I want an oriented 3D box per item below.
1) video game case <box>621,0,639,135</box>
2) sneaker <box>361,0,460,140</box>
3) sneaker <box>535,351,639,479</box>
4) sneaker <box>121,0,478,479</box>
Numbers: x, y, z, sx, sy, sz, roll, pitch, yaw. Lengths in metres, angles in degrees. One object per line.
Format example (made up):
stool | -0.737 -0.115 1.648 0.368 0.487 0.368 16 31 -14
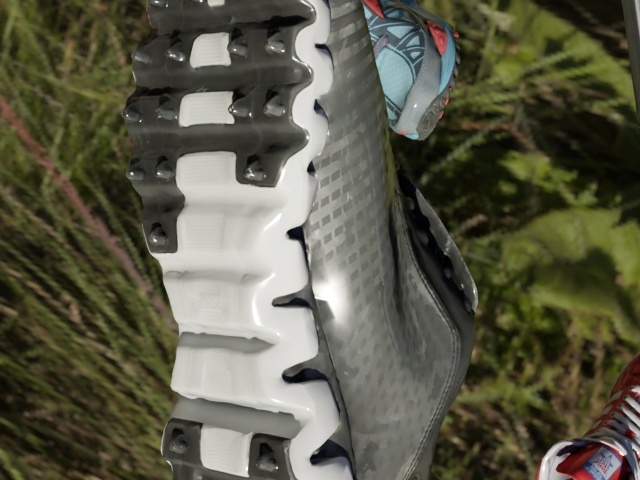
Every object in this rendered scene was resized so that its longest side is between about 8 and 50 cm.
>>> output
video game case | 0.168 -0.164 0.383 0.026 0.196 0.274 53 30 -87
sneaker | 0.026 -0.181 1.218 0.125 0.262 0.104 6 130 -28
sneaker | 0.132 0.086 0.617 0.118 0.042 0.067 -55 160 -8
sneaker | 0.000 0.000 0.447 0.106 0.078 0.234 -10 100 -47
